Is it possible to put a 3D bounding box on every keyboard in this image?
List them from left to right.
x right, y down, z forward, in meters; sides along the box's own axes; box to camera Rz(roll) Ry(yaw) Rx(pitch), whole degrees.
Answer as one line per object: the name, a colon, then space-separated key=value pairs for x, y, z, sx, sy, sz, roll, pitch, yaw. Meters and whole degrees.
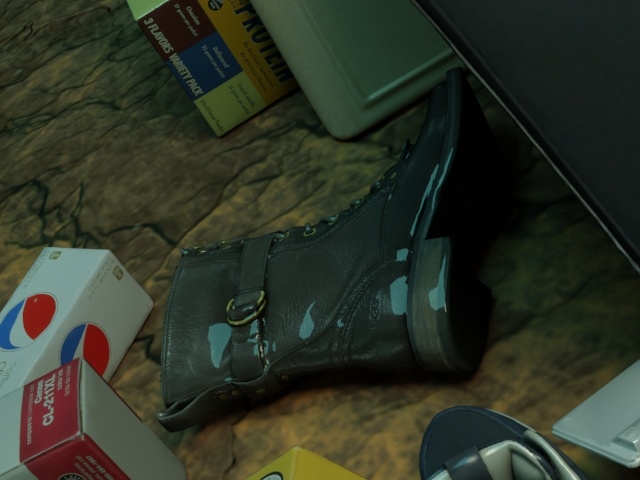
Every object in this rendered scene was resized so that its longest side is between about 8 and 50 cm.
keyboard: x=0.232 y=0.032 z=0.629 sx=0.256 sy=0.014 sz=0.072 roll=-34 pitch=10 yaw=-15

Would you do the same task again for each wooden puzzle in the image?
wooden puzzle: x=0.058 y=-0.227 z=0.948 sx=0.239 sy=0.221 sz=0.044 roll=-30 pitch=7 yaw=8

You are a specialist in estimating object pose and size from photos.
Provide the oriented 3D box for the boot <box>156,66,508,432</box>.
boot: x=0.000 y=0.000 z=0.826 sx=0.229 sy=0.091 sz=0.263 roll=-10 pitch=46 yaw=27

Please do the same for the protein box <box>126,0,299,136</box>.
protein box: x=-0.061 y=-0.235 z=1.082 sx=0.201 sy=0.136 sz=0.200 roll=-32 pitch=37 yaw=3

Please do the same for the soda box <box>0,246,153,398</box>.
soda box: x=-0.210 y=0.107 z=0.881 sx=0.074 sy=0.069 sz=0.216 roll=1 pitch=51 yaw=37

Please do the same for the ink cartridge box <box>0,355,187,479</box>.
ink cartridge box: x=-0.185 y=0.167 z=0.750 sx=0.175 sy=0.127 sz=0.072 roll=-27 pitch=37 yaw=9

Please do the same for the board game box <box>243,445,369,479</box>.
board game box: x=-0.074 y=0.277 z=0.528 sx=0.242 sy=0.064 sz=0.316 roll=-40 pitch=29 yaw=38

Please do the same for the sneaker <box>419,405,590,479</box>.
sneaker: x=0.084 y=0.122 z=0.580 sx=0.086 sy=0.163 sz=0.226 roll=-35 pitch=36 yaw=2

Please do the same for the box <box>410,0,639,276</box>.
box: x=0.152 y=-0.191 z=0.690 sx=0.212 sy=0.293 sz=0.395 roll=-37 pitch=28 yaw=14
